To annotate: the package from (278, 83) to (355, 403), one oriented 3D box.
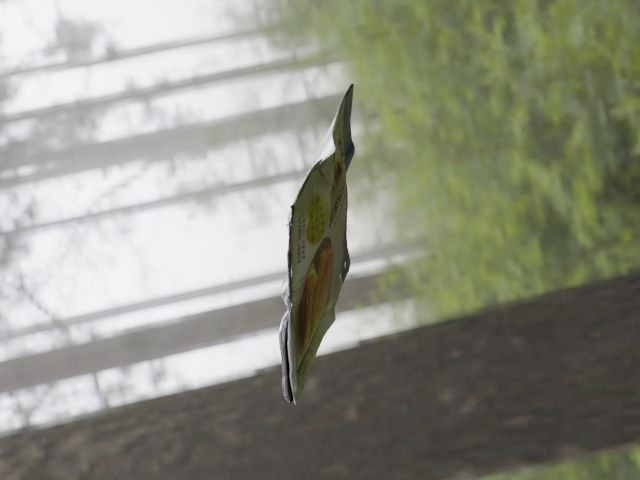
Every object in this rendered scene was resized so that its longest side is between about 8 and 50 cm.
[{"bbox_3d":[0.000,0.000,1.296,0.173,0.027,0.171,-64,-22,-50],"label":"package"}]
